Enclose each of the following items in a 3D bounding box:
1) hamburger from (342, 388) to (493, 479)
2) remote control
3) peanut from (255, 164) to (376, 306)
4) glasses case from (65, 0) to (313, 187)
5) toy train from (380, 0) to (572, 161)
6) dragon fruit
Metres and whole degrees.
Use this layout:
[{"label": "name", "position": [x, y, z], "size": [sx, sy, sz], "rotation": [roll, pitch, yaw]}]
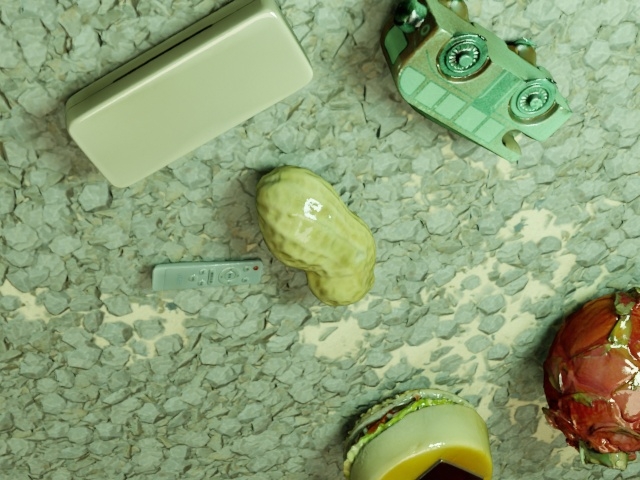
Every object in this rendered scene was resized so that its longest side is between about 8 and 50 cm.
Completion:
[{"label": "hamburger", "position": [0.187, 0.411, 1.967], "size": [0.300, 0.176, 0.300], "rotation": [-8, 128, -11]}, {"label": "remote control", "position": [-0.187, 0.053, 1.682], "size": [0.184, 0.027, 0.050], "rotation": [-3, 129, -20]}, {"label": "peanut", "position": [0.000, 0.000, 1.628], "size": [0.147, 0.147, 0.305], "rotation": [-35, 133, 12]}, {"label": "glasses case", "position": [-0.185, -0.211, 1.440], "size": [0.336, 0.076, 0.144], "rotation": [-28, 130, 7]}, {"label": "toy train", "position": [0.216, -0.242, 1.493], "size": [0.326, 0.129, 0.159], "rotation": [24, 122, -33]}, {"label": "dragon fruit", "position": [0.544, 0.249, 1.880], "size": [0.278, 0.277, 0.342], "rotation": [18, 82, -27]}]
